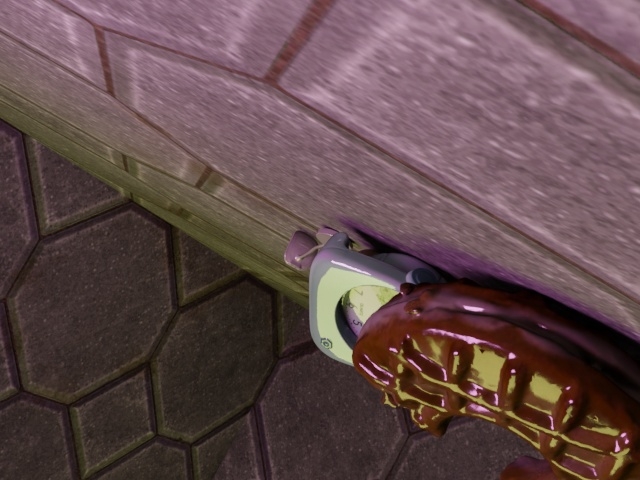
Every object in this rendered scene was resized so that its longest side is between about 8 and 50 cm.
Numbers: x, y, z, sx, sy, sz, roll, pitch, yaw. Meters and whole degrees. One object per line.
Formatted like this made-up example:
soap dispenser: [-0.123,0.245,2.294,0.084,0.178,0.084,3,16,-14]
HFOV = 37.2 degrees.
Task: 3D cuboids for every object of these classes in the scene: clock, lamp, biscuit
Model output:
clock: [0.089,0.086,1.088,0.211,0.066,0.159,17,131,18]
lamp: [0.000,0.000,1.292,0.050,0.056,0.198,31,162,-12]
biscuit: [0.214,0.172,0.942,0.366,0.115,0.268,41,146,-11]

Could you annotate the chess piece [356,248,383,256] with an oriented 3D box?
chess piece: [0.105,0.072,1.171,0.170,0.094,0.094,38,173,-6]
